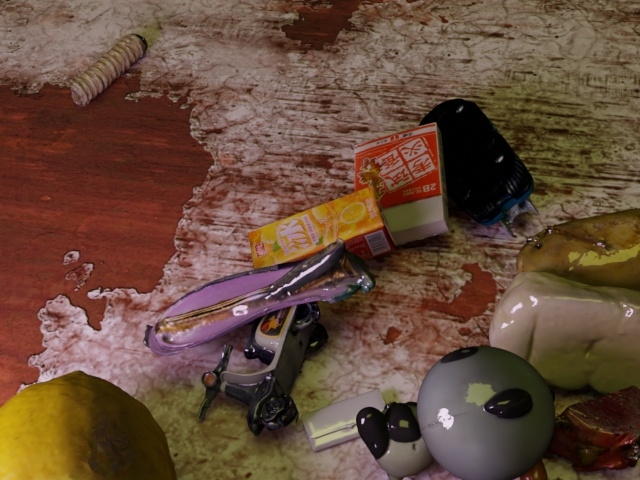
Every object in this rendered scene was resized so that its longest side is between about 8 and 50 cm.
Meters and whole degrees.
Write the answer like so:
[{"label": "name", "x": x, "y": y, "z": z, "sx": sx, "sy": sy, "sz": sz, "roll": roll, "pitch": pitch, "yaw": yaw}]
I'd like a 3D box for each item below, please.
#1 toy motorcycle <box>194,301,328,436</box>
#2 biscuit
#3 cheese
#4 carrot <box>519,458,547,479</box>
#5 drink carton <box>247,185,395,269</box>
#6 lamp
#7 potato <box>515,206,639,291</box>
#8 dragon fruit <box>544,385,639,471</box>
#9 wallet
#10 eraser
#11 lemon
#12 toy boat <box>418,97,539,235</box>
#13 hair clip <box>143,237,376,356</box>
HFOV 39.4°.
[{"label": "toy motorcycle", "x": -0.082, "y": 0.173, "z": 1.334, "sx": 0.157, "sy": 0.091, "sz": 0.263, "roll": 3, "pitch": 46, "yaw": 19}, {"label": "biscuit", "x": -0.440, "y": -0.359, "z": 1.854, "sx": 0.055, "sy": 0.061, "sz": 0.219, "roll": 22, "pitch": 55, "yaw": 19}, {"label": "cheese", "x": 0.375, "y": 0.134, "z": 1.280, "sx": 0.262, "sy": 0.159, "sz": 0.093, "roll": 10, "pitch": 21, "yaw": 13}, {"label": "carrot", "x": 0.276, "y": 0.264, "z": 1.254, "sx": 0.037, "sy": 0.037, "sz": 0.190, "roll": -9, "pitch": 45, "yaw": -2}, {"label": "drink carton", "x": 0.000, "y": 0.000, "z": 1.456, "sx": 0.222, "sy": 0.071, "sz": 0.096, "roll": -21, "pitch": 48, "yaw": 7}, {"label": "lamp", "x": 0.184, "y": 0.234, "z": 1.174, "sx": 0.243, "sy": 0.198, "sz": 0.198, "roll": -18, "pitch": 43, "yaw": 25}, {"label": "potato", "x": 0.457, "y": 0.027, "z": 1.370, "sx": 0.300, "sy": 0.140, "sz": 0.173, "roll": -6, "pitch": 18, "yaw": -1}, {"label": "dragon fruit", "x": 0.386, "y": 0.268, "z": 1.198, "sx": 0.147, "sy": 0.102, "sz": 0.096, "roll": -18, "pitch": 51, "yaw": -16}, {"label": "wallet", "x": 0.037, "y": 0.258, "z": 1.286, "sx": 0.122, "sy": 0.025, "sz": 0.061, "roll": -17, "pitch": 56, "yaw": -10}, {"label": "eraser", "x": 0.137, "y": -0.094, "z": 1.544, "sx": 0.157, "sy": 0.038, "sz": 0.230, "roll": -14, "pitch": 49, "yaw": 18}, {"label": "lemon", "x": -0.311, "y": 0.317, "z": 1.112, "sx": 0.285, "sy": 0.286, "sz": 0.316, "roll": -35, "pitch": 23, "yaw": -23}, {"label": "toy boat", "x": 0.274, "y": -0.132, "z": 1.573, "sx": 0.134, "sy": 0.092, "sz": 0.299, "roll": -38, "pitch": 41, "yaw": 13}, {"label": "hair clip", "x": -0.099, "y": 0.081, "z": 1.336, "sx": 0.358, "sy": 0.095, "sz": 0.110, "roll": -21, "pitch": 72, "yaw": 11}]
